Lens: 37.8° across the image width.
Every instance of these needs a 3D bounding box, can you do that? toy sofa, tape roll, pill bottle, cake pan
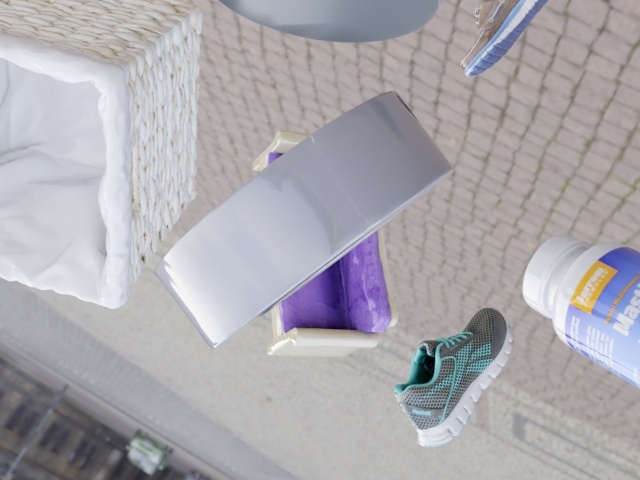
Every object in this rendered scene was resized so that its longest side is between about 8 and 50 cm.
[{"bbox_3d":[0.000,0.000,1.510,0.150,0.362,0.177,6,157,-27],"label":"toy sofa"},{"bbox_3d":[-0.011,-0.013,0.678,0.072,0.219,0.219,53,163,2],"label":"tape roll"},{"bbox_3d":[0.391,0.093,1.173,0.272,0.152,0.152,33,169,45],"label":"pill bottle"},{"bbox_3d":[0.000,-0.282,0.962,0.293,0.054,0.293,9,168,2],"label":"cake pan"}]

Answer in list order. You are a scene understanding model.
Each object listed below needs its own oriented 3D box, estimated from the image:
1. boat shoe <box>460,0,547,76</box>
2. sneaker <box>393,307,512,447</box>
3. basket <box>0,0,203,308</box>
[{"bbox_3d":[0.258,-0.317,1.335,0.066,0.183,0.066,47,-160,17],"label":"boat shoe"},{"bbox_3d":[0.128,0.117,0.908,0.065,0.166,0.076,-18,118,50],"label":"sneaker"},{"bbox_3d":[-0.344,-0.145,1.174,0.331,0.266,0.328,14,126,10],"label":"basket"}]
